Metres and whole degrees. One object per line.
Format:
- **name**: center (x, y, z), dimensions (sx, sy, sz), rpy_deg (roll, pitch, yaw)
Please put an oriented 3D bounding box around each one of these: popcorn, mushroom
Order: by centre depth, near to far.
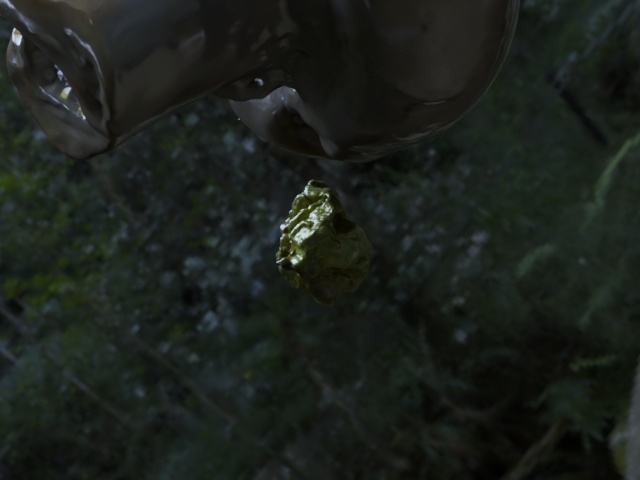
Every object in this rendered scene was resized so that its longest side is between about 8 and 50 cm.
- **mushroom**: center (-0.048, -0.148, 0.840), dimensions (0.290, 0.292, 0.292), rpy_deg (-35, -18, -22)
- **popcorn**: center (-0.001, 0.002, 0.925), dimensions (0.059, 0.083, 0.068), rpy_deg (-27, -31, 10)
